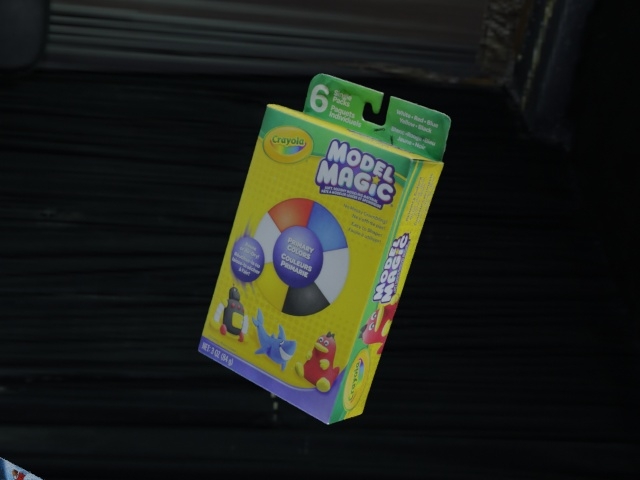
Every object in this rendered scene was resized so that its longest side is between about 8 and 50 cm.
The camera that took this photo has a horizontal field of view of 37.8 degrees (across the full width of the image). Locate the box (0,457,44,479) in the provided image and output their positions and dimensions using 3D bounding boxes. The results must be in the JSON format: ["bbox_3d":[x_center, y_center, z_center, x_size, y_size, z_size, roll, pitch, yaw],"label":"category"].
[{"bbox_3d":[-0.361,0.272,0.969,0.159,0.233,0.044,-25,-141,34],"label":"box"}]

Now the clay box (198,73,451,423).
[{"bbox_3d":[0.000,0.000,0.661,0.053,0.127,0.222,-3,112,-56],"label":"clay box"}]
